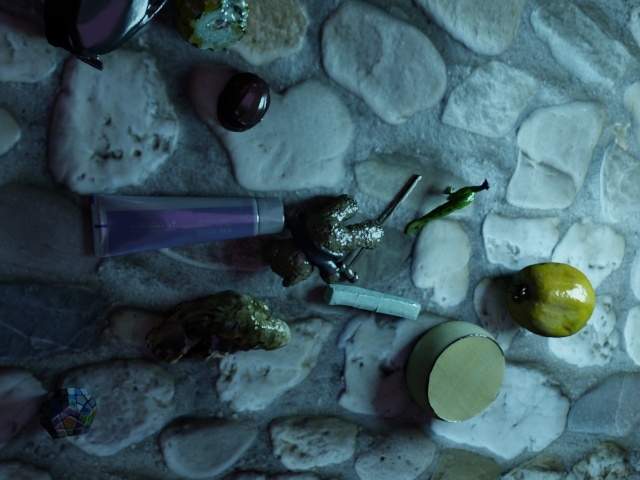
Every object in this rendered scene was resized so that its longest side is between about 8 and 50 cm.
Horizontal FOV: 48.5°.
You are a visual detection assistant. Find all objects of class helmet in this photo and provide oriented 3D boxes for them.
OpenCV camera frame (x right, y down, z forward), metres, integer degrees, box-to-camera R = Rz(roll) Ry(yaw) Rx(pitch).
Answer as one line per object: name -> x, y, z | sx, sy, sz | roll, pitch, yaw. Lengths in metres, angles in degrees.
helmet -> -0.146, -0.270, 1.399 | 0.098, 0.070, 0.123 | 24, 92, -26

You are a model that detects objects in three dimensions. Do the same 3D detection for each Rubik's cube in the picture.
Rubik's cube -> -0.495, 0.339, 1.395 | 0.111, 0.111, 0.093 | 38, 114, -26

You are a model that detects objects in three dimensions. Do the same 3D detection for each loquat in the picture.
loquat -> 0.560, 0.142, 1.742 | 0.234, 0.176, 0.187 | 12, 98, -14

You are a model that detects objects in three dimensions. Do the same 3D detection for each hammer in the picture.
hammer -> 0.140, -0.032, 1.606 | 0.058, 0.029, 0.292 | 41, 84, -27

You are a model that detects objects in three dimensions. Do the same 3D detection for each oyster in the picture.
oyster -> -0.211, 0.199, 1.486 | 0.295, 0.094, 0.166 | -19, 118, -11

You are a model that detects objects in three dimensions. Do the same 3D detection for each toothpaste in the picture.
toothpaste -> -0.260, -0.040, 1.411 | 0.372, 0.080, 0.125 | -5, 106, -16

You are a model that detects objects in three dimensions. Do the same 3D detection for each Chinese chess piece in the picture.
Chinese chess piece -> 0.331, 0.321, 1.733 | 0.250, 0.103, 0.249 | -6, 106, -22

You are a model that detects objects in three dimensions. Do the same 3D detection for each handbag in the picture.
handbag -> -0.342, -0.422, 1.157 | 0.178, 0.302, 0.274 | -3, 107, -29

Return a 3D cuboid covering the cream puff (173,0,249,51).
cream puff -> -0.204, -0.435, 1.314 | 0.121, 0.156, 0.156 | -11, 113, 25

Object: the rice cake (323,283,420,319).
rice cake -> 0.123, 0.141, 1.632 | 0.245, 0.042, 0.045 | 14, 109, -24

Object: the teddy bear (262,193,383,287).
teddy bear -> 0.001, -0.006, 1.496 | 0.251, 0.129, 0.182 | -35, 78, -7

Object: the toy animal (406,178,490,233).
toy animal -> 0.290, -0.084, 1.641 | 0.217, 0.075, 0.041 | -29, 113, 18
